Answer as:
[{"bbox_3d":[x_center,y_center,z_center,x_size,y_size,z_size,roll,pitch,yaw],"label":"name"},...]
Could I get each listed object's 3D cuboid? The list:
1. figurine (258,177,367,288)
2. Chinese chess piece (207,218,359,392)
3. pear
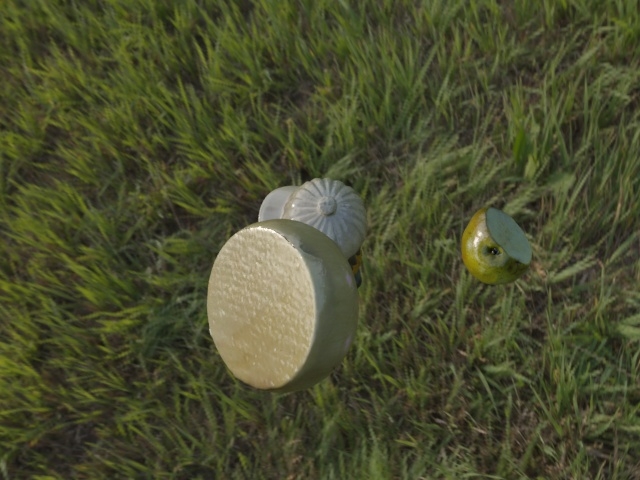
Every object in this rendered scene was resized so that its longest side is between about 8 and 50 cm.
[{"bbox_3d":[0.030,-0.004,1.690,0.205,0.332,0.185,-17,61,23],"label":"figurine"},{"bbox_3d":[-0.056,0.093,1.177,0.251,0.097,0.250,2,92,45],"label":"Chinese chess piece"},{"bbox_3d":[0.307,0.018,1.473,0.104,0.141,0.141,-40,61,31],"label":"pear"}]
